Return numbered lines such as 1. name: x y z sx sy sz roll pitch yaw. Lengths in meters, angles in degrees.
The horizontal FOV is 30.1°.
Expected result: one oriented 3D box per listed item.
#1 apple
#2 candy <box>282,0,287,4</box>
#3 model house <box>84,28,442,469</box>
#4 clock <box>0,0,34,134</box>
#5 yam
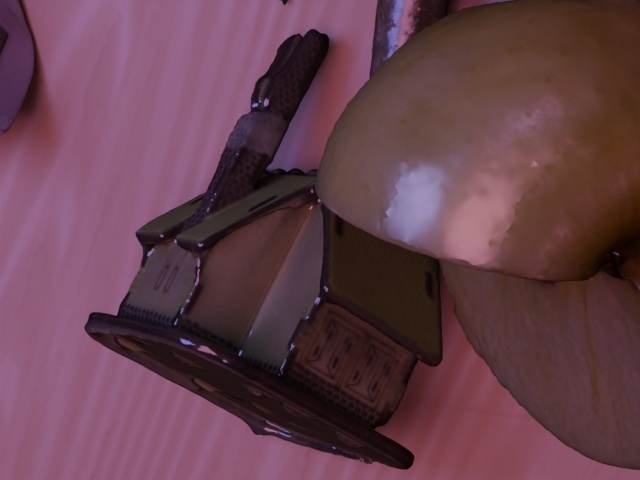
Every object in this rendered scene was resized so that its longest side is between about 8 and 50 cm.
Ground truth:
1. apple: 0.159 -0.028 0.736 0.233 0.258 0.295 -45 110 1
2. candy: -0.025 -0.288 0.857 0.141 0.078 0.203 46 115 6
3. model house: 0.000 0.000 0.882 0.205 0.218 0.279 5 65 55
4. clock: -0.386 -0.142 0.960 0.254 0.189 0.189 -15 94 26
5. yam: 0.066 -0.160 0.859 0.054 0.054 0.132 11 102 16
